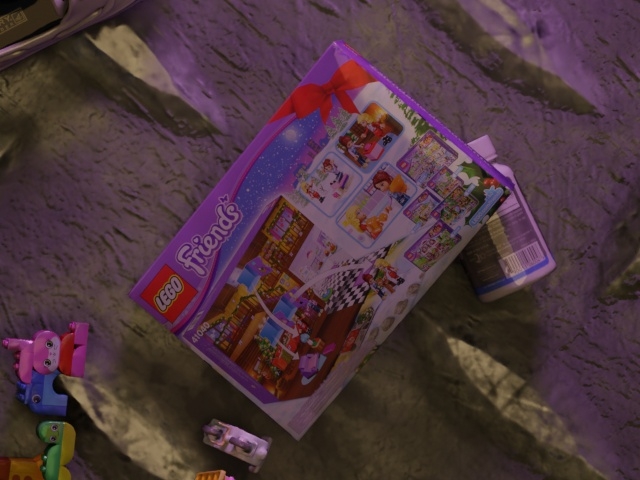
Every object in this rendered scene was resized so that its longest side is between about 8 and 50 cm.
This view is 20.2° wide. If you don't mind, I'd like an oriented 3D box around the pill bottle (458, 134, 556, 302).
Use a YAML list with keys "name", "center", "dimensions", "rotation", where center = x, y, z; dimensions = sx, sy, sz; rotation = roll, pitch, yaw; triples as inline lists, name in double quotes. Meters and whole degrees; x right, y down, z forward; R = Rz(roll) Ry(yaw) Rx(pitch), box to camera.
- name: "pill bottle"
  center: [0.149, -0.020, 1.612]
  dimensions: [0.078, 0.078, 0.137]
  rotation: [-25, 91, -4]

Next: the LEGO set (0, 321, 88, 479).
- name: "LEGO set"
  center: [-0.268, 0.180, 1.574]
  dimensions: [0.093, 0.087, 0.227]
  rotation: [6, 89, -19]

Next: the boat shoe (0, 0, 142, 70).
- name: "boat shoe"
  center: [-0.228, -0.226, 1.571]
  dimensions: [0.267, 0.088, 0.096]
  rotation: [-27, 97, 3]

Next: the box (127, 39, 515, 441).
- name: "box"
  center: [0.000, 0.000, 1.571]
  dimensions: [0.201, 0.057, 0.293]
  rotation: [41, 102, 2]

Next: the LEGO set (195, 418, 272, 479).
- name: "LEGO set"
  center: [-0.101, 0.306, 1.574]
  dimensions: [0.107, 0.132, 0.287]
  rotation: [27, 90, -24]
